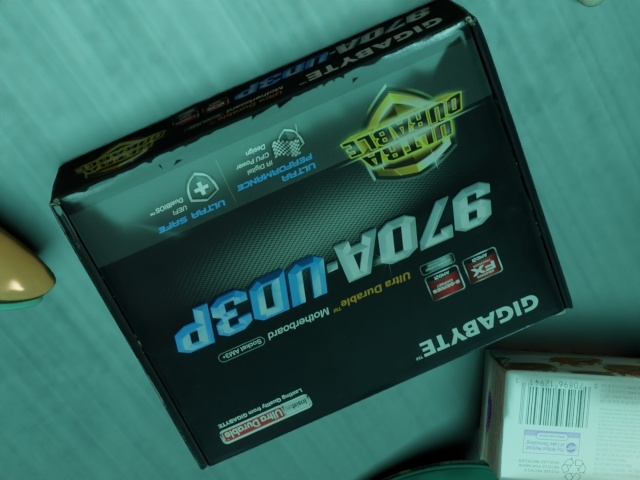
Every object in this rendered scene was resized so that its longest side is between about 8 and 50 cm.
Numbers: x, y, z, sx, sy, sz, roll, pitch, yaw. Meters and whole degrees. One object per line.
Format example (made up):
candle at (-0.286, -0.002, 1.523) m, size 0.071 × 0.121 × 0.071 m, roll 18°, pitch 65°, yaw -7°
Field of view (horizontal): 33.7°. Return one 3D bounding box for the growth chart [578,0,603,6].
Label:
growth chart at (0.167, -0.227, 0.488) m, size 0.237 × 0.021 × 0.172 m, roll -37°, pitch 114°, yaw 8°

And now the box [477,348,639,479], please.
box at (0.253, 0.107, 0.600) m, size 0.324 × 0.063 × 0.067 m, roll 3°, pitch 95°, yaw -2°

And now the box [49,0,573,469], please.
box at (0.000, 0.000, 0.546) m, size 0.220 × 0.051 × 0.175 m, roll -23°, pitch 116°, yaw 1°

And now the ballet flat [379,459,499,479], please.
ballet flat at (0.028, 0.195, 0.636) m, size 0.221 × 0.077 × 0.079 m, roll -23°, pitch 138°, yaw 8°

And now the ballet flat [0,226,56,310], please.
ballet flat at (-0.238, -0.014, 0.487) m, size 0.232 × 0.080 × 0.073 m, roll 6°, pitch 102°, yaw -13°
